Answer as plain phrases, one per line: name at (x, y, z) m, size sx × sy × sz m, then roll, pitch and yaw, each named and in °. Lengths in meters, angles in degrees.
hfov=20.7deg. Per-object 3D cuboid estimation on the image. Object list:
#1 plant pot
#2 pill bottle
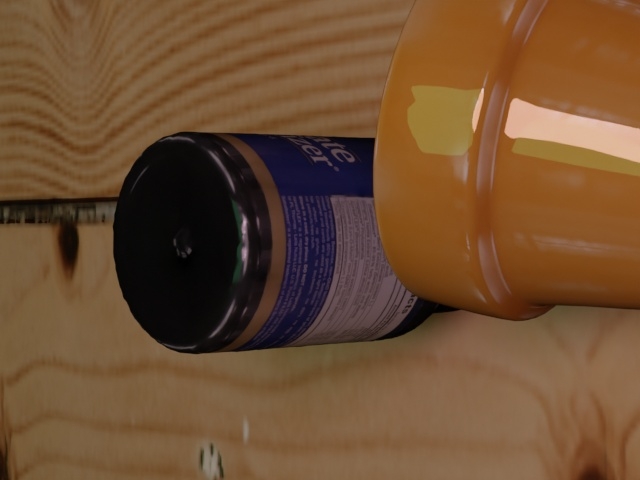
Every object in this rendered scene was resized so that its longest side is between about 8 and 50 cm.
plant pot at (0.158, -0.046, 0.878) m, size 0.188 × 0.205 × 0.205 m, roll 16°, pitch 103°, yaw 30°
pill bottle at (0.000, 0.000, 1.015) m, size 0.123 × 0.219 × 0.123 m, roll 2°, pitch 92°, yaw 47°
